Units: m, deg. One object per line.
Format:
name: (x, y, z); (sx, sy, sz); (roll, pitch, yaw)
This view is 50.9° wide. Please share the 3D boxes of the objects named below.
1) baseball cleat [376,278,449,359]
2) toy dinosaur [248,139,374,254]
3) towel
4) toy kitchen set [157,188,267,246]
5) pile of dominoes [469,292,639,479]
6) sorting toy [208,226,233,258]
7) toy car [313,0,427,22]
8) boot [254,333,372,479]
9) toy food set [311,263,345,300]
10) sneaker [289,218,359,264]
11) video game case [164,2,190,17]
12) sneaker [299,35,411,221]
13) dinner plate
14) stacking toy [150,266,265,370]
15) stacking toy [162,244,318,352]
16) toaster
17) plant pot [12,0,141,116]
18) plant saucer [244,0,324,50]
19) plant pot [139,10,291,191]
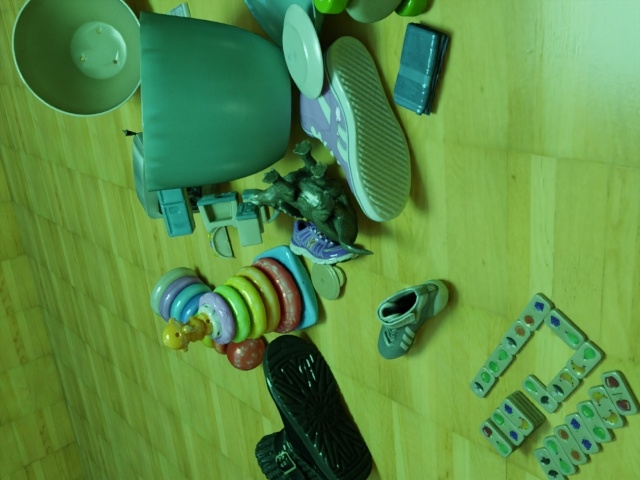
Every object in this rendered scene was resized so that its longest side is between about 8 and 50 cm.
baseball cleat: (0.121, 0.129, 1.085); (0.072, 0.109, 0.206); (62, 141, 32)
toy dinosaur: (0.003, -0.064, 1.136); (0.313, 0.121, 0.160); (29, 167, 34)
towel: (0.138, -0.240, 0.944); (0.067, 0.029, 0.120); (37, 134, 36)
toy kitchen set: (-0.218, -0.060, 1.315); (0.166, 0.207, 0.122); (-93, -7, -68)
pile of dominoes: (0.311, 0.224, 0.947); (0.196, 0.040, 0.251); (47, 139, 27)
sorting toy: (-0.237, 0.003, 1.550); (0.075, 0.044, 0.083); (-165, 59, -70)
toy car: (0.053, -0.399, 0.888); (0.188, 0.155, 0.149); (64, 146, 28)
boot: (-0.061, 0.387, 1.429); (0.260, 0.131, 0.348); (-36, 79, 53)
toy food set: (0.011, 0.073, 1.272); (0.082, 0.020, 0.083); (41, 136, 33)
sneaker: (0.000, 0.000, 1.215); (0.169, 0.068, 0.071); (19, 114, 46)
video game case: (-0.303, -0.443, 1.426); (0.122, 0.011, 0.087); (0, 107, 52)
sneaker: (0.046, -0.156, 1.059); (0.161, 0.102, 0.282); (-23, 79, 58)
dinner plate: (-0.032, -0.281, 1.013); (0.141, 0.017, 0.141); (163, 90, -73)
stacking toy: (-0.257, 0.200, 1.605); (0.330, 0.141, 0.141); (34, 132, 31)
stacking toy: (-0.171, 0.140, 1.301); (0.165, 0.301, 0.175); (-24, 89, 54)
toaster: (-0.317, -0.149, 1.439); (0.110, 0.185, 0.168); (-130, 37, -50)
plant pot: (-0.527, -0.434, 1.541); (0.191, 0.283, 0.284); (-110, 10, -74)
plant saucer: (-0.079, -0.438, 1.032); (0.318, 0.043, 0.318); (53, 166, 20)
plant pot: (-0.177, -0.229, 1.135); (0.293, 0.235, 0.293); (179, 90, -78)
